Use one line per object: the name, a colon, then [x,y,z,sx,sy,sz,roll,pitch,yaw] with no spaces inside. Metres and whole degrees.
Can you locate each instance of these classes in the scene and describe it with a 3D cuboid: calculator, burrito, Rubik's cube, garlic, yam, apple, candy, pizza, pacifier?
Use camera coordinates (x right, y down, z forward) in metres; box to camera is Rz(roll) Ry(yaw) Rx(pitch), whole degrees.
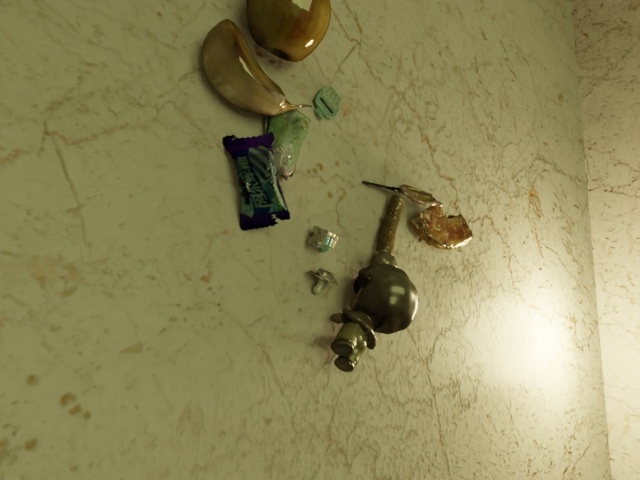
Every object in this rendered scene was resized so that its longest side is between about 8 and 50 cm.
calculator: [0.024,-0.464,1.541,0.095,0.021,0.153,46,55,-21]
burrito: [-0.106,-0.292,1.358,0.143,0.089,0.229,22,64,-29]
Rubik's cube: [0.003,0.001,1.386,0.075,0.084,0.073,23,87,-35]
garlic: [-0.183,-0.459,1.271,0.338,0.151,0.196,44,57,-11]
yam: [0.236,-0.025,1.582,0.066,0.066,0.300,32,62,-29]
apple: [-0.099,-0.671,1.360,0.256,0.256,0.234,13,104,-36]
candy: [-0.177,-0.171,1.265,0.145,0.070,0.276,-12,85,2]
pizza: [0.464,-0.047,1.753,0.305,0.085,0.162,17,80,-27]
pacifier: [0.004,0.127,1.363,0.099,0.081,0.078,28,92,-30]

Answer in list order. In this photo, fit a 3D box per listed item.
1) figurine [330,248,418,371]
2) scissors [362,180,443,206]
figurine: [0.159,0.215,1.376,0.380,0.203,0.248,-46,112,-34]
scissors: [0.291,-0.176,1.645,0.317,0.160,0.024,11,116,-21]
